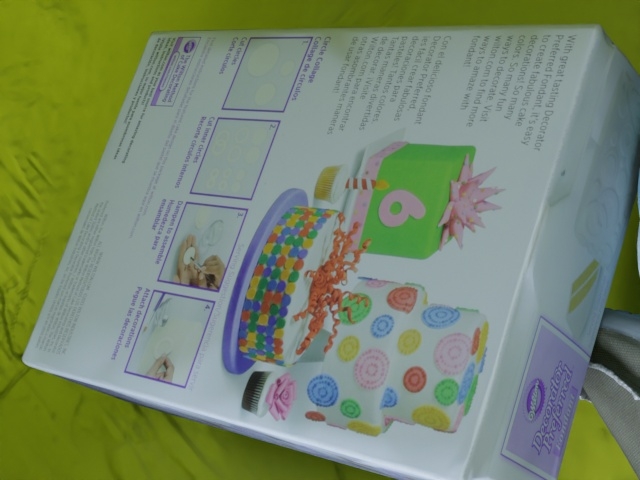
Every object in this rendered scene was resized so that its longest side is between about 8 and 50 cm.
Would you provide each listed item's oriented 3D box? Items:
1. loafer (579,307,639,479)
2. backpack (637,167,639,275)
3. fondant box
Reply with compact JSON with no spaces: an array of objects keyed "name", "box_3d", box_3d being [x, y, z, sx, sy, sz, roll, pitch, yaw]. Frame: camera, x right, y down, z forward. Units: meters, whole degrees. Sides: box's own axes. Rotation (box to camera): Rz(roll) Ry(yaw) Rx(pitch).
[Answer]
[{"name":"loafer","box_3d":[0.207,0.127,0.594,0.251,0.094,0.087,39,83,28]},{"name":"backpack","box_3d":[0.266,-0.034,0.551,0.225,0.191,0.253,19,70,-10]},{"name":"fondant box","box_3d":[0.000,0.000,0.679,0.330,0.096,0.238,7,72,40]}]
